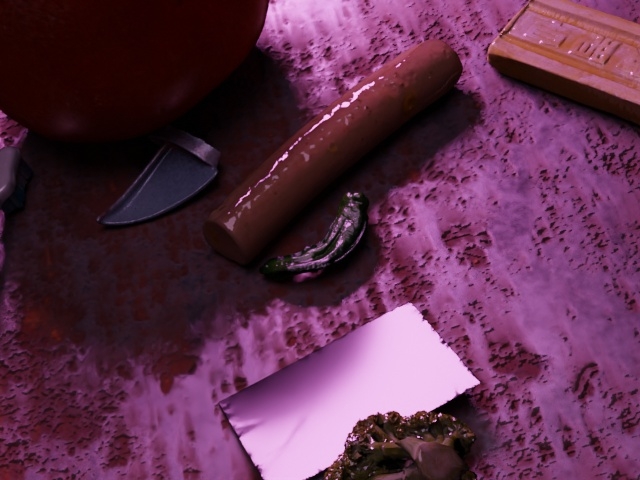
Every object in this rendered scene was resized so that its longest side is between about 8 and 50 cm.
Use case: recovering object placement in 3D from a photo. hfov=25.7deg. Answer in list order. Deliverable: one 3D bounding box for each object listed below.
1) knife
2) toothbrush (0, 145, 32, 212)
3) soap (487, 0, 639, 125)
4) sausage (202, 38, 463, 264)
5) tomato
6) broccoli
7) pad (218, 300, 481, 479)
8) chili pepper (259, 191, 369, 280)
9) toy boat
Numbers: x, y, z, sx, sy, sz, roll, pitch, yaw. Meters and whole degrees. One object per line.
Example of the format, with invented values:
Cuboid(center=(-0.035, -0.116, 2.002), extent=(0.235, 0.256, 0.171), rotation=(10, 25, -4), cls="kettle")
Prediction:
Cuboid(center=(0.013, 0.183, 1.115), extent=(0.162, 0.023, 0.044), rotation=(-33, 52, -14), cls="knife")
Cuboid(center=(-0.321, 0.083, 1.259), extent=(0.042, 0.040, 0.418), rotation=(-8, 51, 19), cls="toothbrush")
Cuboid(center=(0.282, -0.161, 1.314), extent=(0.252, 0.037, 0.092), rotation=(26, 61, 29), cls="soap")
Cuboid(center=(0.015, -0.091, 1.305), extent=(0.301, 0.066, 0.066), rotation=(-41, 55, -20), cls="sausage")
Cuboid(center=(-0.215, -0.260, 1.348), extent=(0.325, 0.293, 0.290), rotation=(-33, 31, -21), cls="tomato")
Cuboid(center=(0.066, 0.185, 1.041), extent=(0.131, 0.120, 0.130), rotation=(9, 58, -19), cls="broccoli")
Cuboid(center=(0.021, 0.126, 1.153), extent=(0.190, 0.004, 0.127), rotation=(-28, 39, -9), cls="pad")
Cuboid(center=(0.004, 0.006, 1.252), extent=(0.118, 0.035, 0.055), rotation=(-40, 41, -6), cls="chili pepper")
Cuboid(center=(-0.156, -0.050, 1.337), extent=(0.096, 0.034, 0.122), rotation=(25, 71, 30), cls="toy boat")
